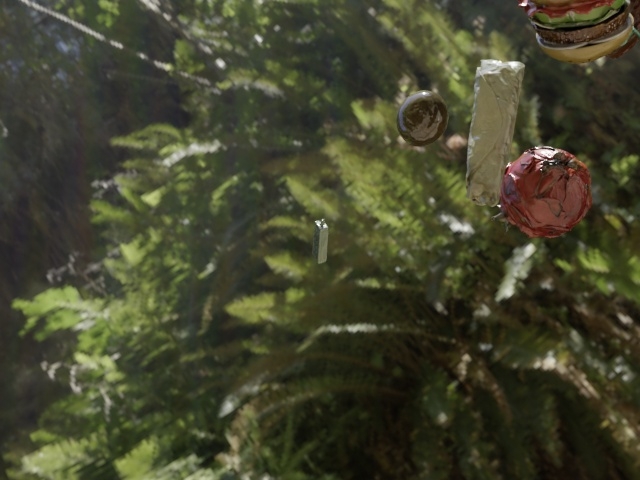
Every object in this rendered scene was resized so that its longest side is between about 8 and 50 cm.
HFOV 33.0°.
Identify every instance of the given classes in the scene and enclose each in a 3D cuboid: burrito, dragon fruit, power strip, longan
[{"bbox_3d":[0.289,-0.187,1.828,0.059,0.082,0.275,43,-126,-58],"label":"burrito"},{"bbox_3d":[0.423,-0.087,2.030,0.172,0.172,0.209,-14,-20,-31],"label":"dragon fruit"},{"bbox_3d":[0.000,0.000,1.744,0.017,0.027,0.083,-14,-49,-20],"label":"power strip"},{"bbox_3d":[0.186,-0.223,1.973,0.092,0.113,0.113,16,-52,-3],"label":"longan"}]

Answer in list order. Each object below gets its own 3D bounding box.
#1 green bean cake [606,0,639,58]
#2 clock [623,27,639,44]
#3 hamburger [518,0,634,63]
[{"bbox_3d":[0.613,-0.466,2.110,0.097,0.198,0.232,-1,-48,-49],"label":"green bean cake"},{"bbox_3d":[0.506,-0.375,1.907,0.135,0.101,0.041,3,-58,-12],"label":"clock"},{"bbox_3d":[0.375,-0.332,1.566,0.175,0.175,0.137,-27,-57,-15],"label":"hamburger"}]
